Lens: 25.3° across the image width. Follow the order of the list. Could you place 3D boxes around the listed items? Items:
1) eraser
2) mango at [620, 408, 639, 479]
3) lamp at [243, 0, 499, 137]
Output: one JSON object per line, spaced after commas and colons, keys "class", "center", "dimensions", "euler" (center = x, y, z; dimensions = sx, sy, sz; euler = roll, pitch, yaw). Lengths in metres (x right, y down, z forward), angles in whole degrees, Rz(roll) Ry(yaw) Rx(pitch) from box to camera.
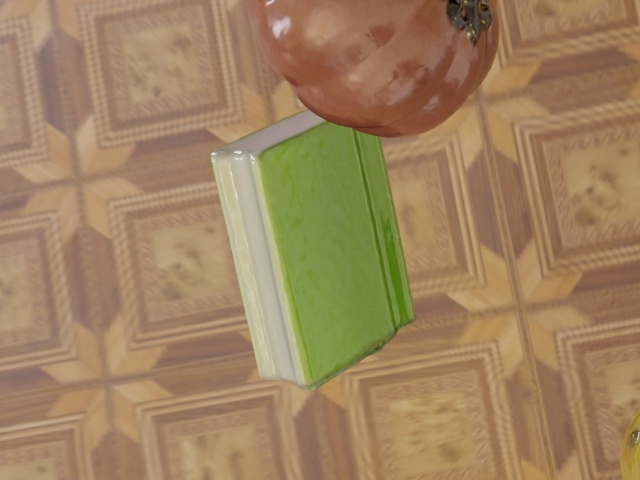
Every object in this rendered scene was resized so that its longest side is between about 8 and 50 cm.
{"class": "eraser", "center": [0.000, 0.000, 1.593], "dimensions": [0.092, 0.210, 0.274], "euler": [4, 114, 45]}
{"class": "mango", "center": [0.313, 0.154, 1.020], "dimensions": [0.195, 0.092, 0.130], "euler": [8, 84, 0]}
{"class": "lamp", "center": [0.065, -0.255, 1.392], "dimensions": [0.240, 0.305, 0.305], "euler": [-23, 80, 33]}
